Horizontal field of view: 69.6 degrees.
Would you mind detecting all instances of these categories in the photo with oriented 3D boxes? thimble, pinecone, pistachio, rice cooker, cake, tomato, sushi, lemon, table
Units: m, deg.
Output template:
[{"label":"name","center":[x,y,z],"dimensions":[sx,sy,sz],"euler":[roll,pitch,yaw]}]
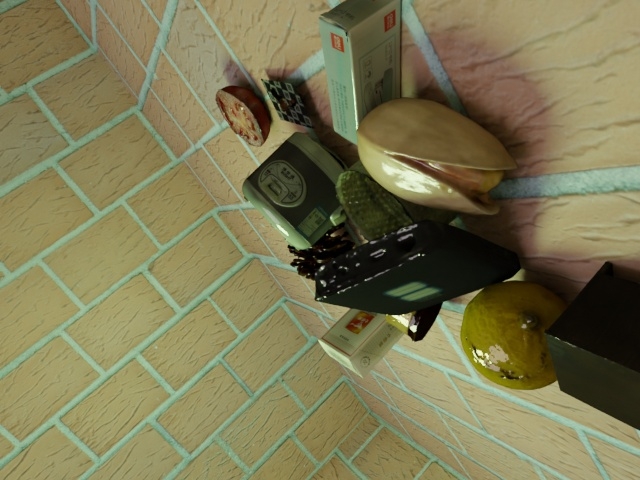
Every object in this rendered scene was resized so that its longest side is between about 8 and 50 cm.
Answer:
[{"label":"thimble","center":[0.178,-0.095,1.082],"dimensions":[0.271,0.150,0.270],"euler":[42,161,19]},{"label":"pinecone","center":[-0.001,-0.001,1.599],"dimensions":[0.246,0.247,0.291],"euler":[24,129,53]},{"label":"pistachio","center":[0.202,-0.155,0.852],"dimensions":[0.299,0.187,0.187],"euler":[30,155,26]},{"label":"rice cooker","center":[-0.049,-0.143,1.311],"dimensions":[0.288,0.277,0.288],"euler":[47,179,1]},{"label":"cake","center":[0.249,0.173,1.349],"dimensions":[0.178,0.207,0.185],"euler":[23,155,27]},{"label":"tomato","center":[-0.239,-0.417,1.509],"dimensions":[0.225,0.085,0.225],"euler":[39,157,20]},{"label":"sushi","center":[-0.082,-0.390,1.286],"dimensions":[0.201,0.031,0.139],"euler":[32,156,49]},{"label":"lemon","center":[0.425,0.201,0.979],"dimensions":[0.254,0.228,0.228],"euler":[21,-177,-39]},{"label":"table","center":[0.519,0.176,0.766],"dimensions":[0.169,0.193,0.172],"euler":[22,148,54]}]

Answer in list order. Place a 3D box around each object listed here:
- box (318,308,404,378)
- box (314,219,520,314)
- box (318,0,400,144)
[{"label":"box","center":[0.175,0.278,1.536],"dimensions":[0.095,0.330,0.210],"euler":[57,160,-22]},{"label":"box","center":[0.205,0.077,1.005],"dimensions":[0.350,0.090,0.359],"euler":[16,148,-41]},{"label":"box","center":[0.081,-0.323,0.878],"dimensions":[0.079,0.135,0.269],"euler":[39,159,30]}]
